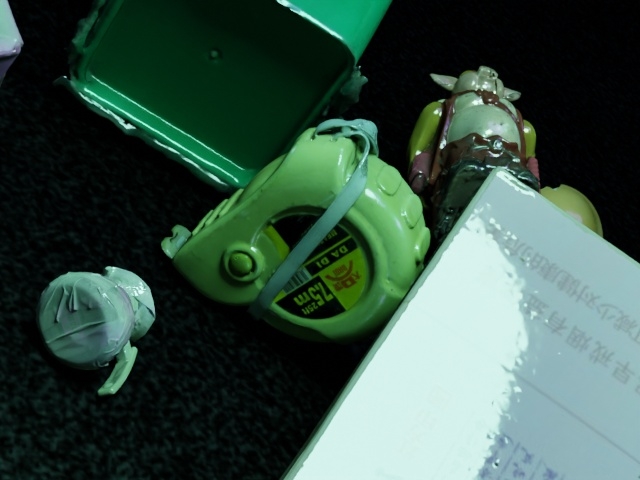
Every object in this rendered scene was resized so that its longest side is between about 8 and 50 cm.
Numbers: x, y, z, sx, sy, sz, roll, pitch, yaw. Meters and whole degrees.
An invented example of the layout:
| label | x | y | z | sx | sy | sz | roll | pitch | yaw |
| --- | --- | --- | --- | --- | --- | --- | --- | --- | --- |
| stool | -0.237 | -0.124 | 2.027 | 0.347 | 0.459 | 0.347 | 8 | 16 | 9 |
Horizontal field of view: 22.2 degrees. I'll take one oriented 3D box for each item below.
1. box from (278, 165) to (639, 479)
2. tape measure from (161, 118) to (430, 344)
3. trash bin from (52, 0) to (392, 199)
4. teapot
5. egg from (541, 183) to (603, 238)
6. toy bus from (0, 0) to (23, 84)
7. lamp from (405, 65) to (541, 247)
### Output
| label | x | y | z | sx | sy | sz | roll | pitch | yaw |
| --- | --- | --- | --- | --- | --- | --- | --- | --- | --- |
| box | 0.106 | 0.139 | 1.038 | 0.204 | 0.051 | 0.365 | 36 | 58 | 1 |
| tape measure | 0.000 | 0.000 | 1.167 | 0.154 | 0.177 | 0.087 | 47 | 32 | -6 |
| trash bin | -0.051 | -0.232 | 1.340 | 0.259 | 0.295 | 0.381 | 33 | 42 | -9 |
| teapot | -0.141 | 0.057 | 1.058 | 0.064 | 0.064 | 0.083 | -22 | 97 | -62 |
| egg | 0.215 | -0.002 | 1.458 | 0.080 | 0.080 | 0.096 | 9 | 42 | -38 |
| toy bus | -0.323 | -0.136 | 1.090 | 0.112 | 0.090 | 0.274 | 53 | 34 | 11 |
| lamp | 0.139 | -0.087 | 1.457 | 0.118 | 0.118 | 0.253 | 28 | 32 | -15 |
